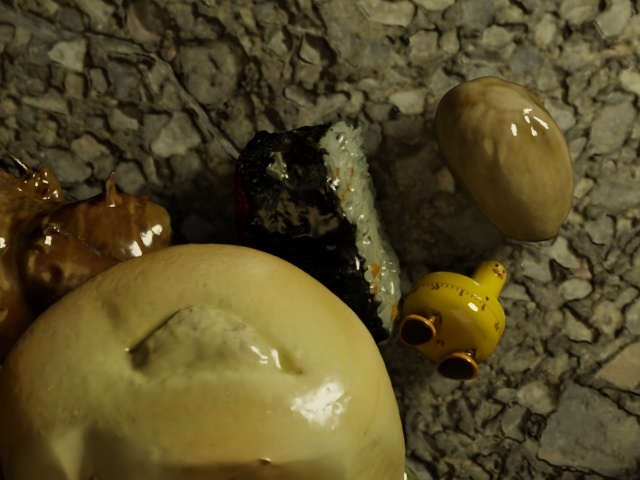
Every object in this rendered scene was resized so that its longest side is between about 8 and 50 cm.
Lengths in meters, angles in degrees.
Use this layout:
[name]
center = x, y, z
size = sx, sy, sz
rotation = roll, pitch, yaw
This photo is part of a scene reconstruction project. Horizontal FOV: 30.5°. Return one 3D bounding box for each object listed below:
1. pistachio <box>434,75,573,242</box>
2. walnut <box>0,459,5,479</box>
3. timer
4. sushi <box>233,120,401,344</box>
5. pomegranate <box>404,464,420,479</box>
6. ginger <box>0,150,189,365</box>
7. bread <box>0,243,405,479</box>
[pistachio]
center = 0.178, -0.071, 1.113
size = 0.126, 0.108, 0.185
rotation = -16, 119, 37
[walnut]
center = -0.441, 0.331, 1.254
size = 0.333, 0.333, 0.333
rotation = 2, 113, 5
[timer]
center = 0.138, 0.073, 1.194
size = 0.107, 0.109, 0.107
rotation = 19, 139, 17
[sushi]
center = 0.000, 0.000, 1.144
size = 0.126, 0.136, 0.225
rotation = -3, 117, 17
[pomegranate]
center = 0.169, 0.371, 1.222
size = 0.306, 0.242, 0.242
rotation = 20, 113, -2
[ginger]
center = -0.304, 0.001, 1.155
size = 0.418, 0.176, 0.254
rotation = 31, 115, -16
[bread]
center = -0.097, 0.190, 1.079
size = 0.348, 0.253, 0.376
rotation = -6, 135, 5
